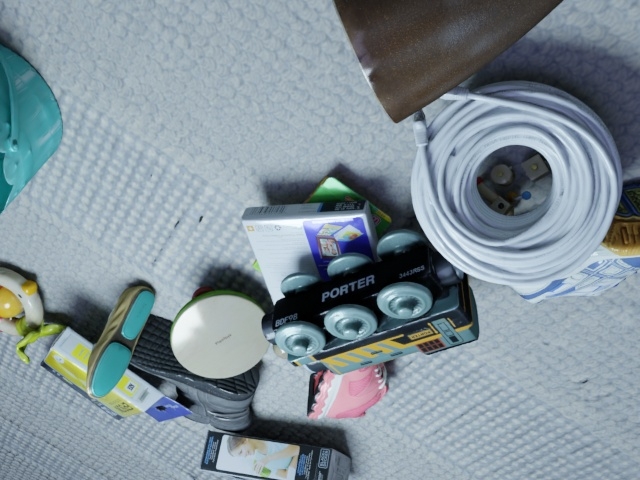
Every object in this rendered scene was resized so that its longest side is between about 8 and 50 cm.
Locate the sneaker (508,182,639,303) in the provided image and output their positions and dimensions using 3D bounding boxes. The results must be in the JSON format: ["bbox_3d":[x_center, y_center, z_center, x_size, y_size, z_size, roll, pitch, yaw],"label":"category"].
[{"bbox_3d":[0.399,0.012,0.965,0.296,0.112,0.131,-15,139,32],"label":"sneaker"}]

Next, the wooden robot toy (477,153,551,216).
[{"bbox_3d":[0.252,-0.056,0.982,0.076,0.079,0.173,48,109,21],"label":"wooden robot toy"}]

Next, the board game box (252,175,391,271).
[{"bbox_3d":[0.000,0.000,1.136,0.124,0.039,0.259,34,134,-10],"label":"board game box"}]

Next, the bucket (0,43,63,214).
[{"bbox_3d":[-0.570,-0.181,1.104,0.280,0.183,0.281,10,131,12],"label":"bucket"}]

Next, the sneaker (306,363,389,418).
[{"bbox_3d":[0.075,0.232,1.273,0.136,0.116,0.314,13,136,-11],"label":"sneaker"}]

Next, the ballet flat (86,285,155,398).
[{"bbox_3d":[-0.395,0.193,1.330,0.073,0.232,0.080,4,148,35],"label":"ballet flat"}]

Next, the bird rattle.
[{"bbox_3d":[-0.672,0.145,1.489,0.253,0.143,0.207,21,122,21],"label":"bird rattle"}]

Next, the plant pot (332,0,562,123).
[{"bbox_3d":[0.148,-0.275,0.758,0.230,0.215,0.215,-22,119,16],"label":"plant pot"}]

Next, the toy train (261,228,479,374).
[{"bbox_3d":[0.077,0.112,1.040,0.333,0.142,0.190,-23,131,25],"label":"toy train"}]

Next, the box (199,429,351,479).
[{"bbox_3d":[-0.095,0.488,1.501,0.289,0.087,0.169,4,157,18],"label":"box"}]

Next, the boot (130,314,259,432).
[{"bbox_3d":[-0.295,0.296,1.450,0.338,0.118,0.223,26,140,6],"label":"boot"}]

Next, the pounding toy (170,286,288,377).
[{"bbox_3d":[-0.163,0.149,1.297,0.236,0.110,0.183,-8,118,-10],"label":"pounding toy"}]

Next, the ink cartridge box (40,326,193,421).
[{"bbox_3d":[-0.452,0.320,1.488,0.307,0.072,0.303,40,150,-9],"label":"ink cartridge box"}]

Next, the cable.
[{"bbox_3d":[0.245,-0.073,0.884,0.256,0.089,0.257,4,103,14],"label":"cable"}]

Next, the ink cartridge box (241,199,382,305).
[{"bbox_3d":[-0.002,0.033,1.110,0.206,0.045,0.208,-3,127,19],"label":"ink cartridge box"}]
